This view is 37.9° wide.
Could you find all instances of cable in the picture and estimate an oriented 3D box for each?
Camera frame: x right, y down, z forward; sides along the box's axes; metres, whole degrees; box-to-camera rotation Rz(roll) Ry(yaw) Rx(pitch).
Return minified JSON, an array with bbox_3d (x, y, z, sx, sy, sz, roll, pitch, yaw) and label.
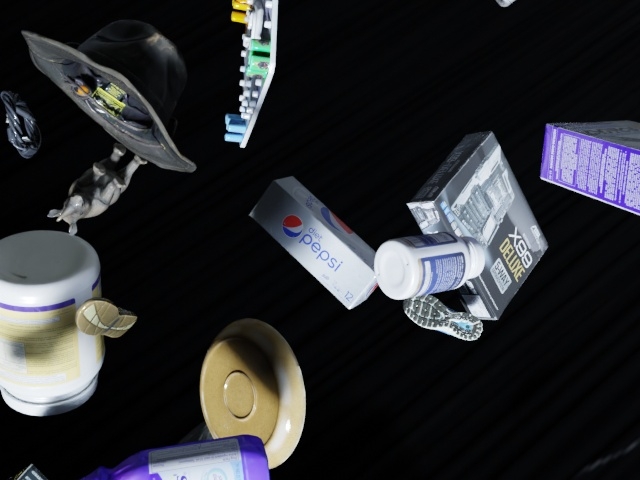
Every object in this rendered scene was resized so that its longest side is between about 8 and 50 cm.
[{"bbox_3d":[-0.678,-0.262,2.105,0.184,0.047,0.151,-118,8,-86],"label":"cable"}]

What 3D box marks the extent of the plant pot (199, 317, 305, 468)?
[{"bbox_3d":[-0.117,0.241,1.452,0.236,0.032,0.236,2,93,44],"label":"plant pot"}]

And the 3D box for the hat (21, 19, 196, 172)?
[{"bbox_3d":[-0.265,-0.231,1.328,0.331,0.134,0.331,36,168,9],"label":"hat"}]

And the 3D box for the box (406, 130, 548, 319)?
[{"bbox_3d":[0.330,-0.030,1.916,0.076,0.242,0.307,-2,127,49],"label":"box"}]

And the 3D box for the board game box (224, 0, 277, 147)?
[{"bbox_3d":[-0.150,-0.452,2.009,0.390,0.050,0.390,127,147,-68],"label":"board game box"}]

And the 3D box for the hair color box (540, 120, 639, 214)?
[{"bbox_3d":[0.528,-0.116,1.498,0.339,0.185,0.110,-142,51,-61],"label":"hair color box"}]

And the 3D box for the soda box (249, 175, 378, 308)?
[{"bbox_3d":[0.000,0.000,1.865,0.286,0.098,0.091,42,-157,12],"label":"soda box"}]

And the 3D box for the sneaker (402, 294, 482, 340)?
[{"bbox_3d":[0.235,0.156,1.837,0.162,0.063,0.073,26,171,6],"label":"sneaker"}]

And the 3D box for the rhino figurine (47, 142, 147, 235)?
[{"bbox_3d":[-0.384,-0.081,1.578,0.073,0.106,0.243,44,-152,-10],"label":"rhino figurine"}]

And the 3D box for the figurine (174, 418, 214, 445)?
[{"bbox_3d":[-0.184,0.434,1.960,0.215,0.209,0.092,29,163,20],"label":"figurine"}]

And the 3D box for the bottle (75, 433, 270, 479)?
[{"bbox_3d":[-0.205,0.324,1.192,0.092,0.282,0.118,-133,38,-74],"label":"bottle"}]

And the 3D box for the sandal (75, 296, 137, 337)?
[{"bbox_3d":[-0.376,0.127,1.610,0.049,0.072,0.180,48,-178,17],"label":"sandal"}]

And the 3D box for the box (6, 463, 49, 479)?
[{"bbox_3d":[-0.536,0.550,1.845,0.220,0.051,0.175,47,140,-6],"label":"box"}]

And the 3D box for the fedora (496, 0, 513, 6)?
[{"bbox_3d":[0.313,-0.494,1.632,0.243,0.124,0.275,26,-159,-35],"label":"fedora"}]

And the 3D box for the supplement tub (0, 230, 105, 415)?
[{"bbox_3d":[-0.573,0.172,1.936,0.241,0.241,0.331,42,136,44],"label":"supplement tub"}]

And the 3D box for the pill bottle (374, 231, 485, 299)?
[{"bbox_3d":[0.176,0.036,1.466,0.094,0.169,0.094,13,106,52],"label":"pill bottle"}]
